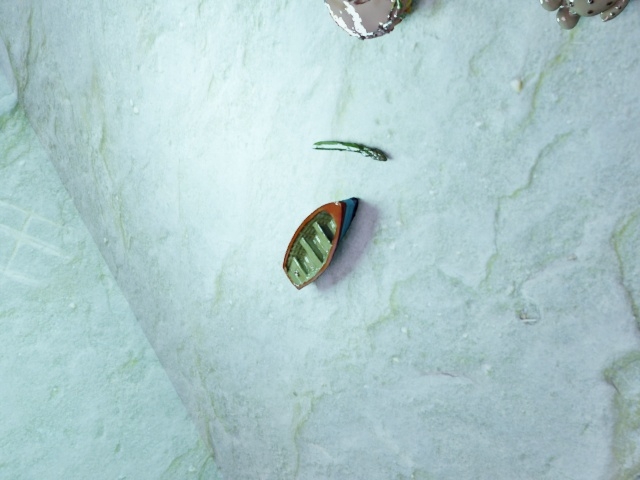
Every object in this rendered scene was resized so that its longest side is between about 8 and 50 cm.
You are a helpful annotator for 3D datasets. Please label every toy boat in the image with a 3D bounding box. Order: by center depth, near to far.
[{"bbox_3d":[0.000,0.000,1.975,0.136,0.079,0.392,54,142,15],"label":"toy boat"}]

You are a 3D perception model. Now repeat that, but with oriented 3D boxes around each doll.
[{"bbox_3d":[0.460,-0.419,1.169,0.154,0.119,0.278,44,156,-23],"label":"doll"}]

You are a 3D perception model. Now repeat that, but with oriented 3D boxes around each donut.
[{"bbox_3d":[0.090,-0.525,1.557,0.199,0.085,0.233,-31,88,51],"label":"donut"}]

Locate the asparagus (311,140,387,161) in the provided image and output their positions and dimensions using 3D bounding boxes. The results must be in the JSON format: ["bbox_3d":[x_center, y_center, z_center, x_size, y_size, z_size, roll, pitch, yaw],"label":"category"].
[{"bbox_3d":[0.067,-0.219,1.810,0.236,0.027,0.034,16,128,42],"label":"asparagus"}]
